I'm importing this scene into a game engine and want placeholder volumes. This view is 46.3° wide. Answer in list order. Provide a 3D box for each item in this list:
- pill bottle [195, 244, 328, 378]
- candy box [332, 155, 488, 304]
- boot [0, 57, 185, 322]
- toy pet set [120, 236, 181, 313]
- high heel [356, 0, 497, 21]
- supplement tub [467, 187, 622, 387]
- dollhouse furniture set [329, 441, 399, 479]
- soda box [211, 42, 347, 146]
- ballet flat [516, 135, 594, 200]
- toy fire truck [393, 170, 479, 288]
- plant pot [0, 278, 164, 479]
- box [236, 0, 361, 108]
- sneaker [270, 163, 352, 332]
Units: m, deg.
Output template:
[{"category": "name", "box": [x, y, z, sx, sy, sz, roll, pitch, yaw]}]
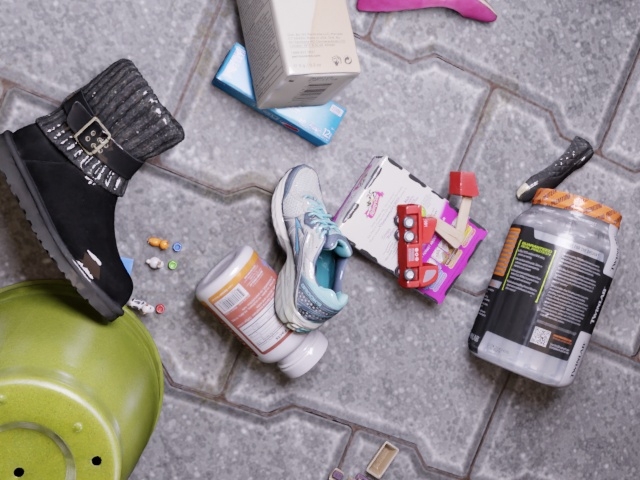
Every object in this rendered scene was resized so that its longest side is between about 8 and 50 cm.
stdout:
[{"category": "pill bottle", "box": [-0.091, 0.121, 1.227, 0.121, 0.121, 0.216, -44, 104, -6]}, {"category": "candy box", "box": [0.150, -0.018, 1.299, 0.233, 0.071, 0.159, 35, 87, -15]}, {"category": "boot", "box": [-0.304, -0.082, 1.113, 0.260, 0.131, 0.348, -31, 84, -9]}, {"category": "toy pet set", "box": [-0.289, 0.054, 1.199, 0.114, 0.065, 0.122, 14, 92, -15]}, {"category": "high heel", "box": [0.184, -0.401, 1.281, 0.244, 0.082, 0.117, 17, 120, -28]}, {"category": "supplement tub", "box": [0.398, 0.081, 1.310, 0.194, 0.193, 0.316, 20, 91, -15]}, {"category": "dollhouse furniture set", "box": [0.087, 0.406, 1.320, 0.091, 0.081, 0.114, 37, 86, -15]}, {"category": "soda box", "box": [-0.068, -0.235, 1.222, 0.210, 0.071, 0.067, 30, 86, -15]}, {"category": "ballet flat", "box": [0.427, -0.129, 1.379, 0.173, 0.057, 0.049, -35, 62, -10]}, {"category": "toy fire truck", "box": [0.194, -0.018, 1.249, 0.135, 0.047, 0.192, -4, 97, -15]}, {"category": "plant pot", "box": [-0.397, 0.258, 1.044, 0.367, 0.353, 0.366, -1, 95, -14]}, {"category": "box", "box": [-0.049, -0.371, 1.132, 0.121, 0.148, 0.311, -8, 84, -24]}, {"category": "sneaker", "box": [0.000, 0.000, 1.193, 0.110, 0.122, 0.283, 14, 61, -39]}]
